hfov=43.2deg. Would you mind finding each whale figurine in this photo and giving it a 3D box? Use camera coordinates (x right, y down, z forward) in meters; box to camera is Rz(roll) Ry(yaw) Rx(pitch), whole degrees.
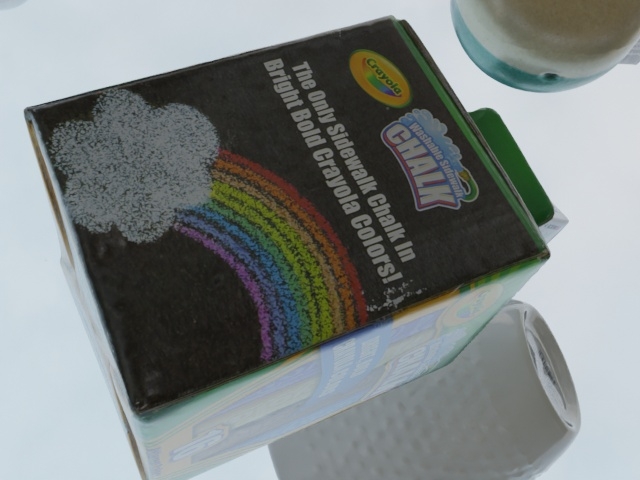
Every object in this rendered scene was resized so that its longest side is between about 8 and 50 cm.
[{"bbox_3d":[0.207,-0.264,0.759,0.217,0.141,0.271,5,-108,-5],"label":"whale figurine"}]

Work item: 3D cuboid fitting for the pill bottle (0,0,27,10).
[{"bbox_3d":[-0.240,-0.306,0.620,0.323,0.181,0.181,-36,-78,17],"label":"pill bottle"}]

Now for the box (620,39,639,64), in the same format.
[{"bbox_3d":[0.486,-0.420,1.084,0.191,0.381,0.143,-12,-118,-49],"label":"box"}]

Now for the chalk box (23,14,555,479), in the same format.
[{"bbox_3d":[0.000,0.000,0.493,0.289,0.179,0.180,-18,-113,-20],"label":"chalk box"}]

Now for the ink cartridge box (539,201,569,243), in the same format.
[{"bbox_3d":[0.174,-0.133,1.150,0.071,0.330,0.324,-48,-118,23],"label":"ink cartridge box"}]

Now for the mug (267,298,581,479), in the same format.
[{"bbox_3d":[0.125,0.167,1.033,0.328,0.276,0.373,-24,-106,24],"label":"mug"}]
